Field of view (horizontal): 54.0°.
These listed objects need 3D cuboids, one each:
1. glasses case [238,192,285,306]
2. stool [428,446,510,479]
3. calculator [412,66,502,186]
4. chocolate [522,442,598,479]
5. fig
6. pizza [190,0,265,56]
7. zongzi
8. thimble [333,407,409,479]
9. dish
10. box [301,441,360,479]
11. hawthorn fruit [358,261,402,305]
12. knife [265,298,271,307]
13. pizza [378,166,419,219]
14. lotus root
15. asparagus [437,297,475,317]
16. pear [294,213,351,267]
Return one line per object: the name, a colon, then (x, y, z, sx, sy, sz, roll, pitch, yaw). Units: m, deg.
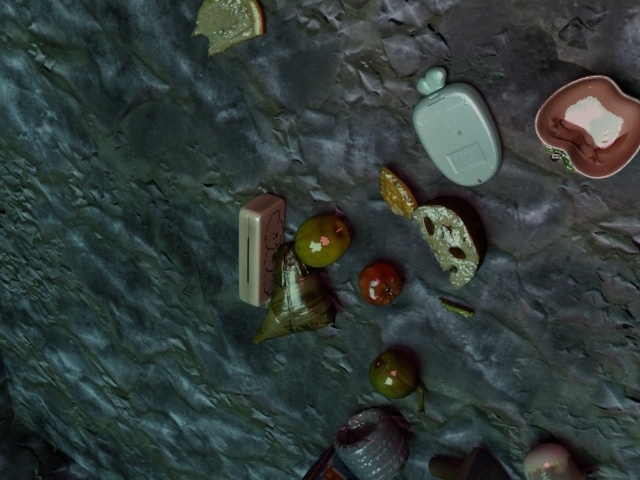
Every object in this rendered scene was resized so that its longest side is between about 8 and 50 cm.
glasses case: (-0.178, 0.031, 1.905, 0.076, 0.144, 0.337, 21, 127, 24)
stool: (0.417, 0.816, 1.856, 0.226, 0.310, 0.310, -25, 99, 45)
calculator: (0.313, -0.261, 1.469, 0.184, 0.042, 0.295, -22, 103, 40)
chocolate: (0.622, 0.629, 1.697, 0.221, 0.221, 0.147, -36, 79, 42)
fig: (0.241, 0.405, 1.858, 0.186, 0.148, 0.142, 17, 118, -22)
pizza: (-0.264, -0.589, 1.674, 0.262, 0.034, 0.181, -17, 106, 39)
zongzi: (-0.125, 0.168, 1.913, 0.288, 0.134, 0.286, -20, 100, 17)
thimble: (0.160, 0.660, 2.000, 0.236, 0.205, 0.172, -25, 102, 44)
dish: (0.557, -0.240, 1.287, 0.213, 0.090, 0.214, 14, 121, 25)
box: (0.072, 0.935, 2.144, 0.348, 0.318, 0.257, 40, 129, 9)
hawthorn fruit: (0.165, 0.113, 1.747, 0.125, 0.140, 0.125, 0, 126, -1)
knife: (-0.169, 0.202, 2.078, 0.046, 0.022, 0.256, -22, 102, 36)
pizza: (0.201, -0.118, 1.621, 0.160, 0.035, 0.099, 54, 158, 3)
lotus root: (0.333, -0.005, 1.555, 0.138, 0.119, 0.235, -18, 104, 40)
asparagus: (0.365, 0.183, 1.706, 0.108, 0.021, 0.025, 23, 128, 21)
pear: (0.000, 0.000, 1.762, 0.162, 0.149, 0.149, -23, 102, 33)
